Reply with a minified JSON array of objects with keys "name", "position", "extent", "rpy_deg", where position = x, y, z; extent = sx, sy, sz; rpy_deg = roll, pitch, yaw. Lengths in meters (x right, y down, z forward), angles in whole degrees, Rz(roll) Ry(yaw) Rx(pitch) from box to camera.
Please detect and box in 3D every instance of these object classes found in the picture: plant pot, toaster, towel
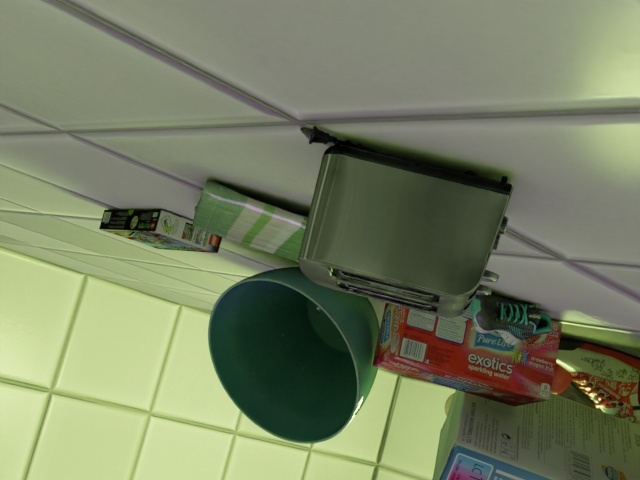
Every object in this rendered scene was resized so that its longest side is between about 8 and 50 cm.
[{"name":"plant pot","position":[-0.013,0.162,1.705],"extent":[0.290,0.290,0.195],"rpy_deg":[10,-155,31]},{"name":"toaster","position":[0.067,-0.008,0.893],"extent":[0.186,0.110,0.168],"rpy_deg":[14,170,7]},{"name":"towel","position":[0.000,0.000,1.305],"extent":[0.325,0.038,0.248],"rpy_deg":[18,170,-8]}]

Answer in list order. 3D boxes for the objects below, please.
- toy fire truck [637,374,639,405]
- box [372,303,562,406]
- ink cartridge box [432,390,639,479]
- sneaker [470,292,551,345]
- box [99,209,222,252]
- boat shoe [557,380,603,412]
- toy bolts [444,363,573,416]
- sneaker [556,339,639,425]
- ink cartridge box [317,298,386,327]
[{"name":"toy fire truck","position":[0.560,0.302,1.525],"extent":[0.169,0.253,0.302],"rpy_deg":[11,170,28]},{"name":"box","position":[0.225,0.161,1.580],"extent":[0.257,0.128,0.122],"rpy_deg":[17,163,-12]},{"name":"ink cartridge box","position":[0.387,0.377,1.632],"extent":[0.396,0.151,0.270],"rpy_deg":[18,-156,5]},{"name":"sneaker","position":[0.273,0.105,1.462],"extent":[0.076,0.064,0.166],"rpy_deg":[-12,159,36]},{"name":"box","position":[-0.254,-0.016,1.620],"extent":[0.114,0.036,0.207],"rpy_deg":[21,170,-34]},{"name":"boat shoe","position":[0.456,0.312,1.980],"extent":[0.355,0.132,0.130],"rpy_deg":[41,-163,0]},{"name":"toy bolts","position":[0.349,0.283,1.806],"extent":[0.218,0.228,0.158],"rpy_deg":[36,-174,40]},{"name":"sneaker","position":[0.494,0.265,1.756],"extent":[0.270,0.144,0.090],"rpy_deg":[17,171,-14]},{"name":"ink cartridge box","position":[0.090,0.172,1.945],"extent":[0.354,0.119,0.207],"rpy_deg":[9,169,38]}]
